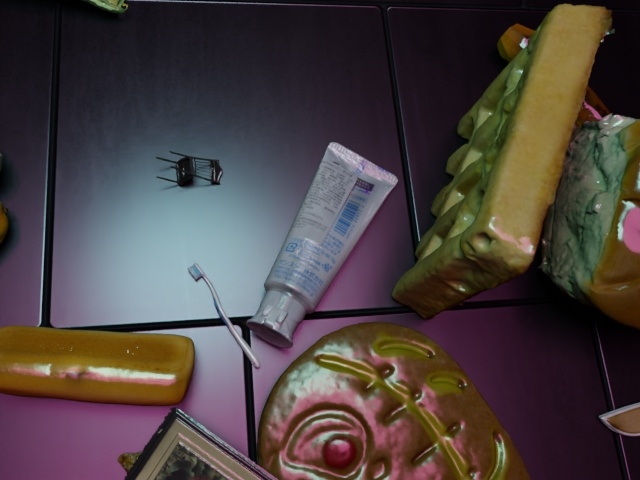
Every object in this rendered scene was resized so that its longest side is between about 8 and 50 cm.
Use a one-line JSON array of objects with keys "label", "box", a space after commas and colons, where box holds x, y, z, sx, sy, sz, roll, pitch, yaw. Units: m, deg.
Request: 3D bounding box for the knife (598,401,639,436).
[{"label": "knife", "box": [0.510, 0.239, 0.816, 0.255, 0.022, 0.046, -6, 83, -6]}]

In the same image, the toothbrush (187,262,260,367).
[{"label": "toothbrush", "box": [-0.123, 0.097, 0.761, 0.017, 0.014, 0.162, -32, 81, -31]}]

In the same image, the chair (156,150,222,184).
[{"label": "chair", "box": [-0.182, -0.097, 0.801, 0.086, 0.042, 0.037, 9, 69, -44]}]

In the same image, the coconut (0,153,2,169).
[{"label": "coconut", "box": [-0.445, -0.100, 0.736, 0.082, 0.081, 0.083, 18, 84, 33]}]

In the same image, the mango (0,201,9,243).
[{"label": "mango", "box": [-0.439, -0.008, 0.717, 0.080, 0.060, 0.114, 42, 69, -12]}]

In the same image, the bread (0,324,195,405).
[{"label": "bread", "box": [-0.270, 0.150, 0.686, 0.239, 0.074, 0.093, 6, 37, -7]}]

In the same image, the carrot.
[{"label": "carrot", "box": [0.402, -0.216, 0.914, 0.066, 0.066, 0.314, -39, 83, -18]}]

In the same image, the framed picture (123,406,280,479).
[{"label": "framed picture", "box": [-0.142, 0.323, 0.657, 0.199, 0.010, 0.195, 33, 90, 5]}]

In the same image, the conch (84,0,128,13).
[{"label": "conch", "box": [-0.390, -0.428, 0.809, 0.250, 0.137, 0.144, 9, 71, -7]}]

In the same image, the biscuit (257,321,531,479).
[{"label": "biscuit", "box": [0.081, 0.307, 0.701, 0.350, 0.070, 0.394, -36, 82, -17]}]

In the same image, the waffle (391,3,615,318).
[{"label": "waffle", "box": [0.214, -0.086, 0.721, 0.077, 0.304, 0.349, 25, 69, -1]}]

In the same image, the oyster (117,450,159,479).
[{"label": "oyster", "box": [-0.193, 0.271, 0.689, 0.093, 0.034, 0.051, -9, 68, -7]}]

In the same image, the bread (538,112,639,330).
[{"label": "bread", "box": [0.448, -0.019, 0.777, 0.249, 0.225, 0.279, 13, 90, -11]}]

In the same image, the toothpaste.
[{"label": "toothpaste", "box": [0.000, 0.000, 0.787, 0.113, 0.073, 0.299, 29, 64, 1]}]
